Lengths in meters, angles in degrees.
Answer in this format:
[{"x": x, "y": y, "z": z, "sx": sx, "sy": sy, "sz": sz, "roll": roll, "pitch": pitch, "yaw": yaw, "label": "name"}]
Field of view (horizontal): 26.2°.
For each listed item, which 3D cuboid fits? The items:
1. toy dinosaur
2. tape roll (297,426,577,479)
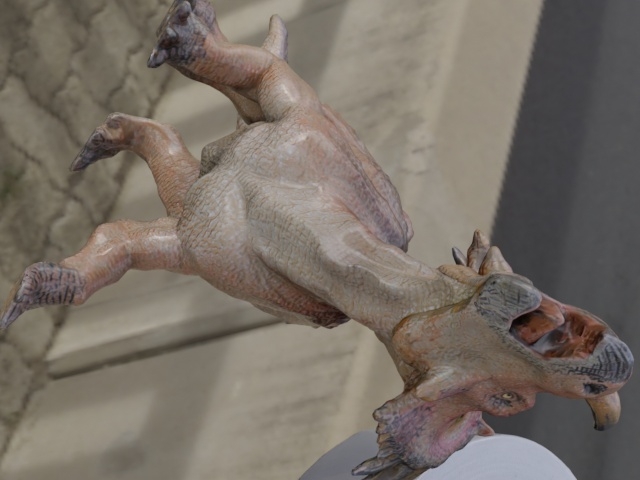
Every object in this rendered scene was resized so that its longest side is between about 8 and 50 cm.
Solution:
[{"x": 0.000, "y": 0.000, "z": 0.562, "sx": 0.200, "sy": 0.127, "sz": 0.296, "roll": 31, "pitch": 16, "yaw": -13, "label": "toy dinosaur"}, {"x": 0.056, "y": 0.202, "z": 0.680, "sx": 0.219, "sy": 0.072, "sz": 0.219, "roll": 1, "pitch": 89, "yaw": -47, "label": "tape roll"}]
